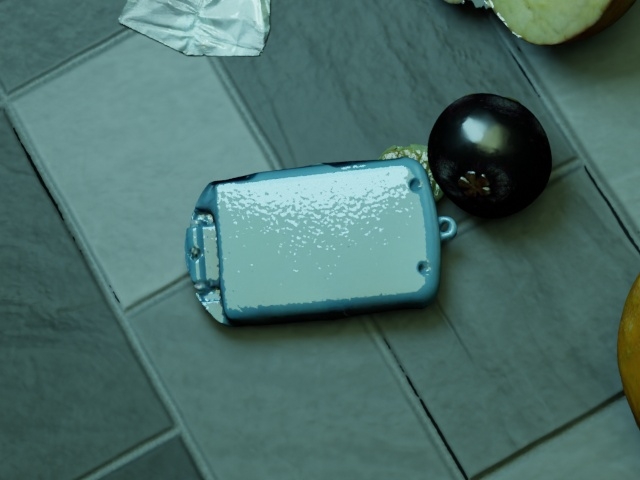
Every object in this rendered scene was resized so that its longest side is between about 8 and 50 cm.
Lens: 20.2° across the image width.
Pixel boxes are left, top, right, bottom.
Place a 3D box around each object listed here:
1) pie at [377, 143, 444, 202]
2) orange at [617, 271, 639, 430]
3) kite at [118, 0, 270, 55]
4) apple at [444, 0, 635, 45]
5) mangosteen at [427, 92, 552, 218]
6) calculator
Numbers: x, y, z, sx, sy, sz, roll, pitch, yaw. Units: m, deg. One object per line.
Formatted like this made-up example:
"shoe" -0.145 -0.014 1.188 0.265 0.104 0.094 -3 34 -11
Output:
"pie" 0.098 -0.068 1.953 0.084 0.020 0.084 -1 74 5
"orange" 0.436 0.111 1.771 0.283 0.226 0.284 -1 79 6
"kite" -0.102 -0.352 2.057 0.169 0.015 0.310 18 78 9
"apple" 0.255 -0.350 1.940 0.163 0.251 0.293 -15 49 -45
"mangosteen" 0.184 -0.101 1.911 0.137 0.137 0.151 13 40 8
"calculator" 0.000 0.000 1.915 0.293 0.051 0.173 -6 77 6
